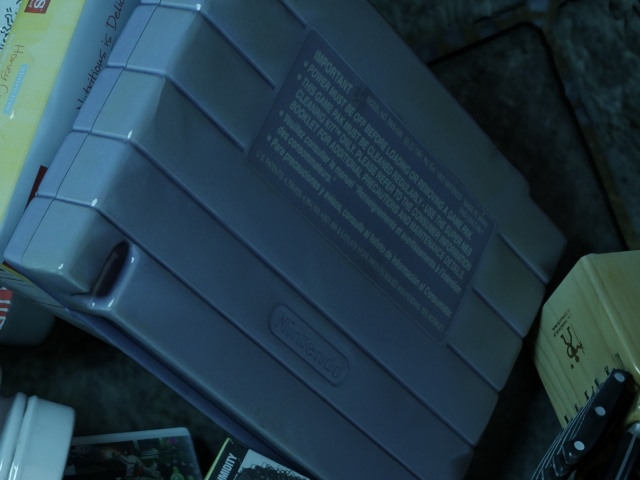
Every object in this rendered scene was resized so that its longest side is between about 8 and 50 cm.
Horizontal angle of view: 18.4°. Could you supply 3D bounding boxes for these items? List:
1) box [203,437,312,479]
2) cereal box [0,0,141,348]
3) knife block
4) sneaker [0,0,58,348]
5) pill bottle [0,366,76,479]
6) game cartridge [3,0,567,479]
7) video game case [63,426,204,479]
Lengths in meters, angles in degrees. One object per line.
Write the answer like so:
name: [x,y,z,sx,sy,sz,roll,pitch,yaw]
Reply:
box: [0.031,0.199,1.040,0.232,0.058,0.087,28,48,1]
cereal box: [-0.090,-0.032,1.045,0.240,0.047,0.173,37,68,-53]
knife block: [0.233,0.123,1.156,0.276,0.088,0.242,-5,57,-28]
sneaker: [-0.203,-0.080,1.039,0.145,0.090,0.270,6,86,-26]
pill bottle: [-0.235,0.096,0.973,0.215,0.117,0.117,16,79,-9]
game cartridge: [0.000,0.000,1.066,0.355,0.068,0.230,44,61,-44]
video game case: [-0.139,0.183,1.038,0.190,0.022,0.173,-3,56,-24]
